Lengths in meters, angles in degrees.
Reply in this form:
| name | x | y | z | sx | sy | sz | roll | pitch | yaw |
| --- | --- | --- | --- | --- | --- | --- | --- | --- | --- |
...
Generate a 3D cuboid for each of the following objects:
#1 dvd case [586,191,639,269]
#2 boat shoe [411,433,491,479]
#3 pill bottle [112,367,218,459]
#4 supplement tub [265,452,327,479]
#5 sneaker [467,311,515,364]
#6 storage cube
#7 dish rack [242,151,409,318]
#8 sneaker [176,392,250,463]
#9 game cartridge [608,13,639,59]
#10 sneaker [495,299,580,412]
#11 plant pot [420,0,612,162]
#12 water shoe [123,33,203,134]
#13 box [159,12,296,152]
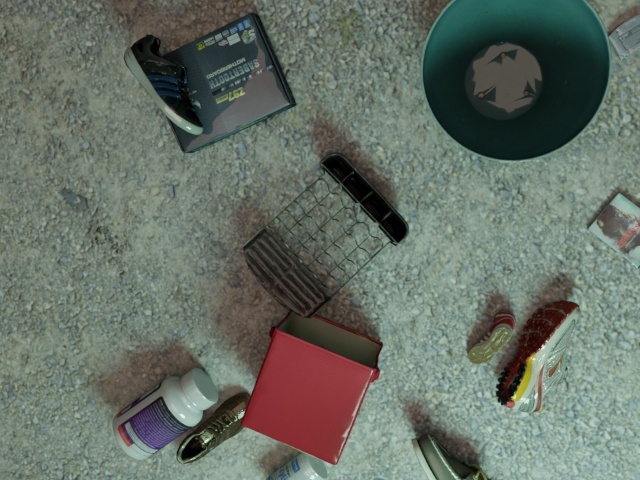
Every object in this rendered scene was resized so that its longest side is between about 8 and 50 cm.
| name | x | y | z | sx | sy | sz | roll | pitch | yaw |
| --- | --- | --- | --- | --- | --- | --- | --- | --- | --- |
| dvd case | 0.553 | -0.017 | 1.343 | 0.119 | 0.013 | 0.087 | 39 | 100 | 2 |
| boat shoe | 0.283 | 0.470 | 1.391 | 0.091 | 0.109 | 0.305 | -36 | 96 | 10 |
| pill bottle | -0.298 | 0.333 | 1.461 | 0.194 | 0.108 | 0.108 | -36 | 90 | 11 |
| supplement tub | -0.048 | 0.463 | 1.456 | 0.107 | 0.071 | 0.071 | -39 | 89 | 10 |
| sneaker | 0.320 | 0.179 | 1.390 | 0.042 | 0.067 | 0.118 | 37 | 130 | 1 |
| storage cube | -0.013 | 0.258 | 1.372 | 0.215 | 0.183 | 0.193 | 21 | 100 | 5 |
| dish rack | 0.000 | 0.000 | 1.377 | 0.271 | 0.074 | 0.208 | -43 | 87 | -4 |
| sneaker | -0.205 | 0.377 | 1.469 | 0.188 | 0.071 | 0.066 | -44 | 88 | 11 |
| game cartridge | 0.547 | -0.360 | 1.306 | 0.083 | 0.017 | 0.056 | -30 | 94 | 10 |
| sneaker | 0.408 | 0.211 | 1.364 | 0.093 | 0.088 | 0.225 | 25 | 100 | -15 |
| plant pot | 0.316 | -0.277 | 1.258 | 0.291 | 0.195 | 0.290 | 1 | 97 | 9 |
| water shoe | -0.269 | -0.283 | 1.349 | 0.080 | 0.073 | 0.203 | -40 | 89 | 10 |
| box | -0.185 | -0.290 | 1.401 | 0.233 | 0.059 | 0.183 | -22 | 93 | 11 |
